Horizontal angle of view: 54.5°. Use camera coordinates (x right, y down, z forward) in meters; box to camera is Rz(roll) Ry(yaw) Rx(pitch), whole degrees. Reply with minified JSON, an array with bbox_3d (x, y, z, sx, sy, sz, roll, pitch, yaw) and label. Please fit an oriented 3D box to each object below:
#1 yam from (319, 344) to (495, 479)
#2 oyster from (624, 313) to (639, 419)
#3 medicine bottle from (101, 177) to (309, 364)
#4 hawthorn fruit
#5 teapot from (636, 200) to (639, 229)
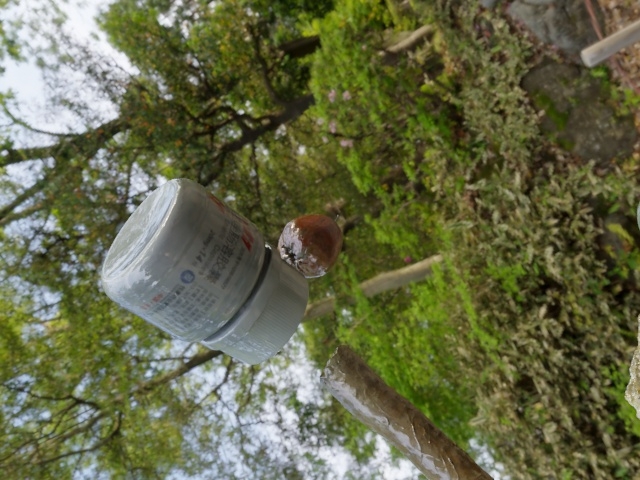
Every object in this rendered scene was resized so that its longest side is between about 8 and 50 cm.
[{"bbox_3d":[0.143,0.302,0.948,0.357,0.081,0.081,40,-172,23],"label":"yam"},{"bbox_3d":[0.485,0.195,0.826,0.071,0.133,0.209,89,-155,-44],"label":"oyster"},{"bbox_3d":[-0.195,0.064,1.097,0.306,0.245,0.245,38,-152,-29],"label":"medicine bottle"},{"bbox_3d":[-0.004,0.002,1.393,0.149,0.189,0.149,54,162,26],"label":"hawthorn fruit"},{"bbox_3d":[0.726,-0.048,1.141,0.337,0.201,0.270,34,-116,-72],"label":"teapot"}]
